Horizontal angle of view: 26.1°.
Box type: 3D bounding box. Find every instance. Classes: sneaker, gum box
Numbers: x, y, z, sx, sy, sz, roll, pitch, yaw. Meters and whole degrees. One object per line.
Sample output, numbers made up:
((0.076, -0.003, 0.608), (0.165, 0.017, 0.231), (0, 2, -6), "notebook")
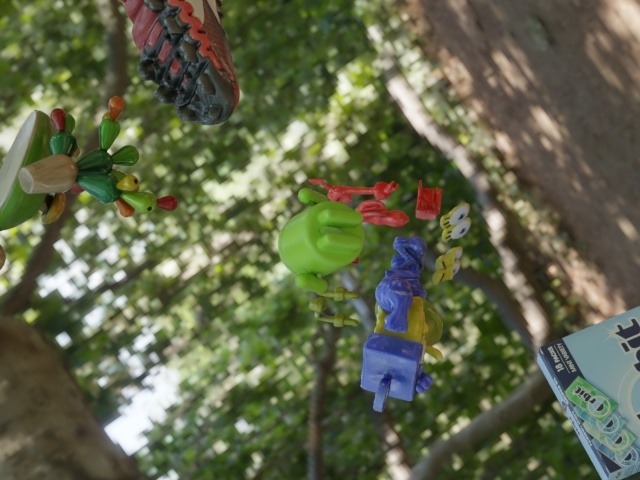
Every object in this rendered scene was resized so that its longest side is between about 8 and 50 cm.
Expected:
((-0.138, -0.238, 1.381), (0.276, 0.135, 0.097), (59, 139, 17), "sneaker")
((0.346, 0.149, 1.445), (0.041, 0.184, 0.157), (83, 163, -60), "gum box")

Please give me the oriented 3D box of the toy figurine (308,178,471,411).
((0.061, 0.112, 1.631), (0.362, 0.191, 0.217), (94, -176, -58), "toy figurine")

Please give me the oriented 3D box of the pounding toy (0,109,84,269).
((-0.397, -0.056, 1.938), (0.110, 0.237, 0.183), (24, 164, -19), "pounding toy")

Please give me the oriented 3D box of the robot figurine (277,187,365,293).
((0.000, 0.000, 1.356), (0.115, 0.067, 0.101), (155, 117, -63), "robot figurine")

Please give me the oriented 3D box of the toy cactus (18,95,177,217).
((-0.301, -0.100, 1.785), (0.219, 0.180, 0.112), (50, 134, 22), "toy cactus")
